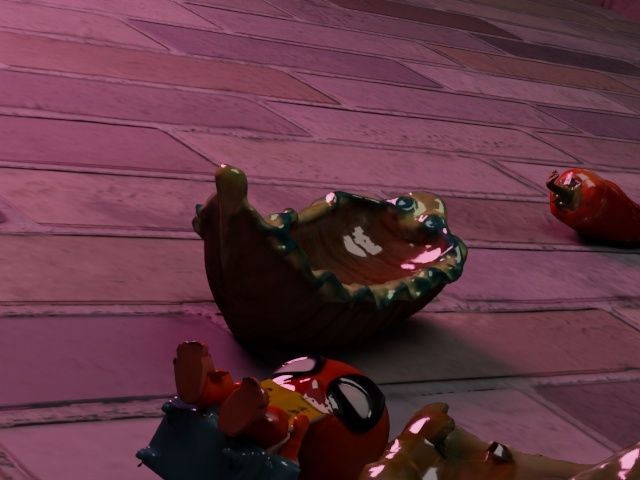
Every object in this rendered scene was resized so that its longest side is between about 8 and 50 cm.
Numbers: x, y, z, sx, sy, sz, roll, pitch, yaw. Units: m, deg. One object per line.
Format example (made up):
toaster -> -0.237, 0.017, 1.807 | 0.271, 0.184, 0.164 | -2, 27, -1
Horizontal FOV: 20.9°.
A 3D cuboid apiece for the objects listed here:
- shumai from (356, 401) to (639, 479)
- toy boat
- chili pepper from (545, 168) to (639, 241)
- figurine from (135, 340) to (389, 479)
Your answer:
shumai -> 0.134, 0.136, 0.551 | 0.260, 0.225, 0.222 | 31, -8, -21
toy boat -> -0.005, 0.010, 0.961 | 0.108, 0.099, 0.293 | 27, 10, 21
chili pepper -> 0.231, -0.026, 1.440 | 0.059, 0.050, 0.191 | 30, 6, 40
figurine -> -0.016, 0.086, 0.736 | 0.068, 0.075, 0.140 | 28, 7, 31
